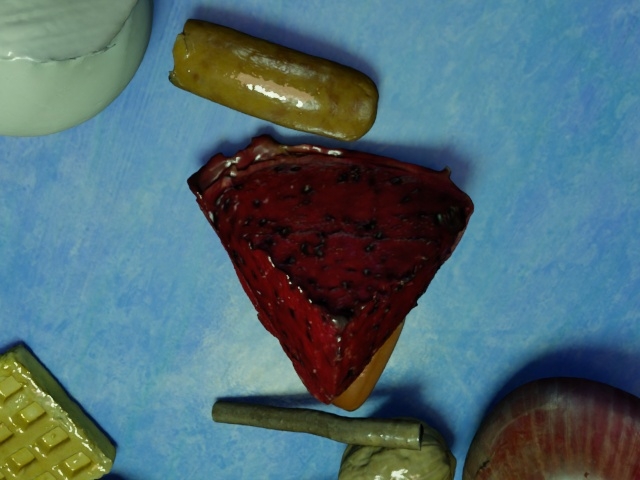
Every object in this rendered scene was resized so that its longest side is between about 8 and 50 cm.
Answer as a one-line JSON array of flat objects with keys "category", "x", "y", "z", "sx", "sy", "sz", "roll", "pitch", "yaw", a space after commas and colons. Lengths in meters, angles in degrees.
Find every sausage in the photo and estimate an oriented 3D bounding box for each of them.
[{"category": "sausage", "x": 0.067, "y": 0.161, "z": 0.984, "sx": 0.076, "sy": 0.076, "sz": 0.197, "roll": 21, "pitch": 107, "yaw": -6}, {"category": "sausage", "x": -0.054, "y": -0.200, "z": 0.850, "sx": 0.270, "sy": 0.109, "sz": 0.109, "roll": 16, "pitch": 108, "yaw": -8}]

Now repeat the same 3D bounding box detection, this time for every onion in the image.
[{"category": "onion", "x": 0.368, "y": 0.369, "z": 0.946, "sx": 0.353, "sy": 0.353, "sz": 0.354, "roll": 0, "pitch": 109, "yaw": 1}]

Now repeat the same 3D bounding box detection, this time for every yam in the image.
[{"category": "yam", "x": -0.011, "y": 0.272, "z": 0.990, "sx": 0.327, "sy": 0.045, "sz": 0.045, "roll": 1, "pitch": 153, "yaw": 21}]

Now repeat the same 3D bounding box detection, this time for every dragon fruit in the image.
[{"category": "dragon fruit", "x": 0.001, "y": 0.006, "z": 0.913, "sx": 0.329, "sy": 0.286, "sz": 0.228, "roll": 34, "pitch": 152, "yaw": 26}]

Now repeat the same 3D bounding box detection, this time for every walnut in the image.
[{"category": "walnut", "x": 0.110, "y": 0.350, "z": 1.011, "sx": 0.184, "sy": 0.155, "sz": 0.155, "roll": -27, "pitch": 106, "yaw": 11}]

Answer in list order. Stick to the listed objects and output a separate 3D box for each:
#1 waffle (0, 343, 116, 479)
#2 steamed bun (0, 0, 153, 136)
[{"category": "waffle", "x": -0.479, "y": 0.310, "z": 1.055, "sx": 0.221, "sy": 0.055, "sz": 0.248, "roll": -32, "pitch": 105, "yaw": 11}, {"category": "steamed bun", "x": -0.353, "y": -0.255, "z": 0.763, "sx": 0.309, "sy": 0.309, "sz": 0.309, "roll": 0, "pitch": 109, "yaw": 1}]
